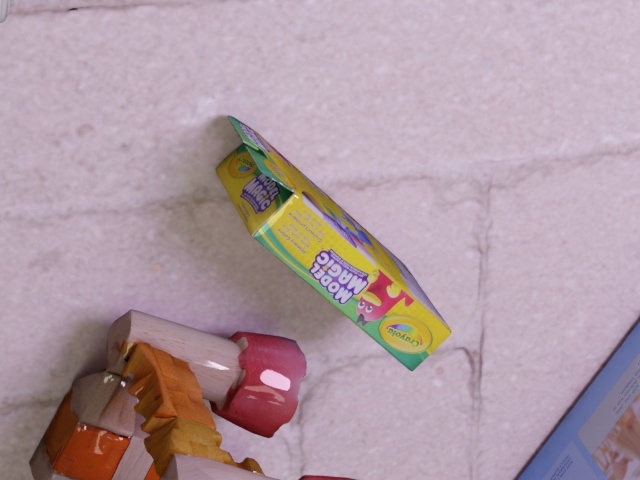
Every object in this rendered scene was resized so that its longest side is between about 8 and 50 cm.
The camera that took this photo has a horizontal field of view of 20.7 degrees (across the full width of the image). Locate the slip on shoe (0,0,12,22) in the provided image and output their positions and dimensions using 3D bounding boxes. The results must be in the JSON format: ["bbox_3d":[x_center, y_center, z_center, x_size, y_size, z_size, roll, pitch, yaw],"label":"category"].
[{"bbox_3d":[-0.269,-0.303,1.169,0.101,0.123,0.331,-12,115,2],"label":"slip on shoe"}]

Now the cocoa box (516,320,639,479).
[{"bbox_3d":[0.373,0.203,1.545,0.228,0.231,0.347,29,105,-26],"label":"cocoa box"}]

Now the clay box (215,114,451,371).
[{"bbox_3d":[0.000,0.000,1.390,0.053,0.127,0.222,-46,119,8],"label":"clay box"}]

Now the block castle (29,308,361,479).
[{"bbox_3d":[-0.129,0.309,1.405,0.213,0.303,0.453,19,110,-25],"label":"block castle"}]
